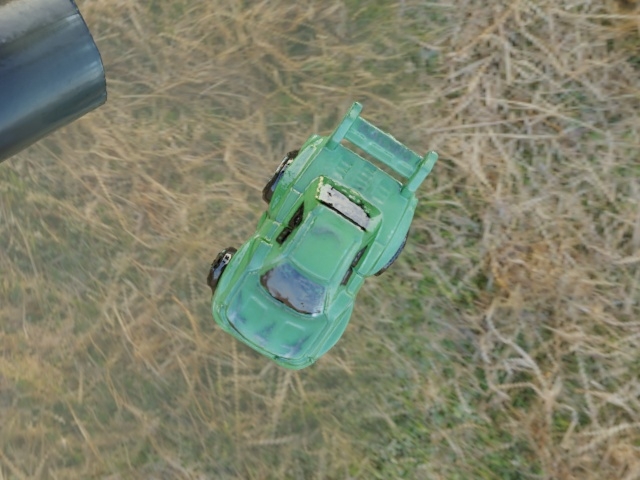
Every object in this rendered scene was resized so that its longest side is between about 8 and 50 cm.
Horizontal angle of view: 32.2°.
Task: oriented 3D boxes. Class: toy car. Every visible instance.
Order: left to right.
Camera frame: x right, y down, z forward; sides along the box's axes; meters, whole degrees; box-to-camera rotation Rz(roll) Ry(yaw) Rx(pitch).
[{"bbox_3d":[0.000,0.000,1.553,0.213,0.176,0.359,34,84,-6],"label":"toy car"}]

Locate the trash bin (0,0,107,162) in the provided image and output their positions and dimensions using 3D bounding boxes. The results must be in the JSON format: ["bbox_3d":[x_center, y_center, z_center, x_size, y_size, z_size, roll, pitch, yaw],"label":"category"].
[{"bbox_3d":[-0.428,-0.183,1.345,0.301,0.203,0.252,-34,86,-22],"label":"trash bin"}]
